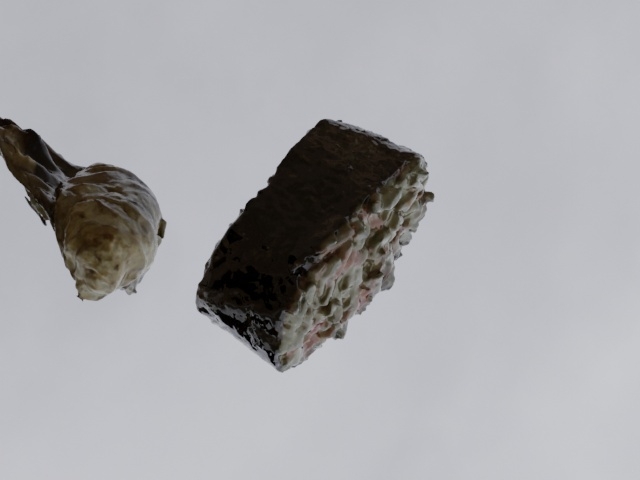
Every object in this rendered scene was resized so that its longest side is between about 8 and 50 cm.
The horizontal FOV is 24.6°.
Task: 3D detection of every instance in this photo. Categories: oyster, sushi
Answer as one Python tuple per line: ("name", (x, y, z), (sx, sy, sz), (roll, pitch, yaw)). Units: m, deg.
("oyster", (-0.218, -0.049, 1.224), (0.094, 0.166, 0.294), (-48, -119, 1))
("sushi", (0.000, 0.000, 0.811), (0.078, 0.090, 0.150), (30, -123, 21))
